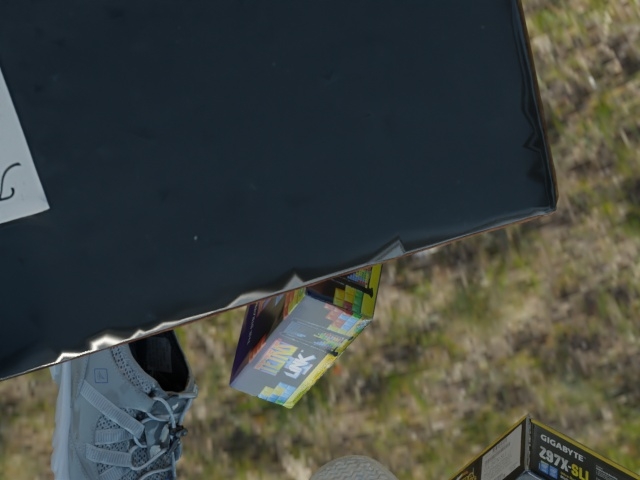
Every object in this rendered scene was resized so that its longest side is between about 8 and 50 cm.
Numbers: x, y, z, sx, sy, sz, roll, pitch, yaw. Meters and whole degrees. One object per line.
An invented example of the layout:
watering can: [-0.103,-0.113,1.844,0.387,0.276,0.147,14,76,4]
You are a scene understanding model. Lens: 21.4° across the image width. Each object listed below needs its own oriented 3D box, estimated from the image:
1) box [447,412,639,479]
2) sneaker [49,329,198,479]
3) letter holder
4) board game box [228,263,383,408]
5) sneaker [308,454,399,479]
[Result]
box: [0.257,0.330,1.681,0.322,0.079,0.257,29,130,-15]
sneaker: [-0.152,0.146,1.376,0.115,0.105,0.281,-4,102,32]
letter holder: [-0.097,-0.077,0.617,0.302,0.214,0.152,-17,120,-2]
board game box: [0.000,0.000,1.071,0.048,0.170,0.141,21,146,-13]
sneaker: [0.052,0.249,1.003,0.091,0.240,0.126,-21,155,1]
